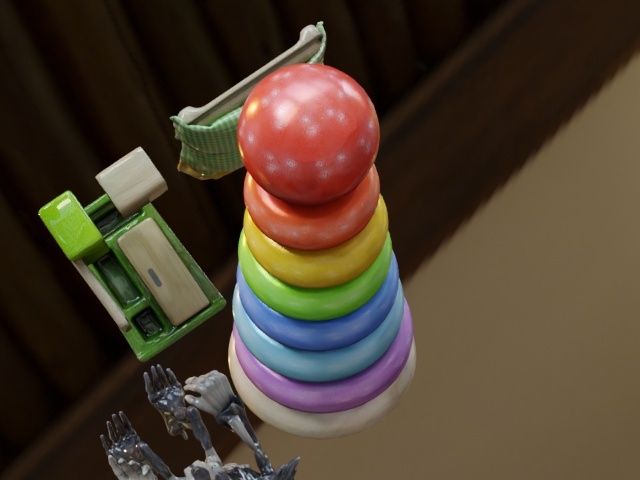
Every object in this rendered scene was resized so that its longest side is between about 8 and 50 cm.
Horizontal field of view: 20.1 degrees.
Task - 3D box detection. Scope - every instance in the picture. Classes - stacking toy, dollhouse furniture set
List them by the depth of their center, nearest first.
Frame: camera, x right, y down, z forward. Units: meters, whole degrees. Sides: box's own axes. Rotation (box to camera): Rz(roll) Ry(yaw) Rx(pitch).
[{"bbox_3d":[0.000,0.000,1.232,0.141,0.141,0.330,-37,-28,-23],"label":"stacking toy"},{"bbox_3d":[-0.084,-0.038,1.646,0.301,0.151,0.197,-35,-4,-6],"label":"dollhouse furniture set"}]

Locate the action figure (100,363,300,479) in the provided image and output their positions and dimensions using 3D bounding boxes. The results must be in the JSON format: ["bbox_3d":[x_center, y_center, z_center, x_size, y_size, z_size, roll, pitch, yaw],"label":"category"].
[{"bbox_3d":[-0.134,0.224,1.835,0.164,0.275,0.141,-44,-58,-13],"label":"action figure"}]
